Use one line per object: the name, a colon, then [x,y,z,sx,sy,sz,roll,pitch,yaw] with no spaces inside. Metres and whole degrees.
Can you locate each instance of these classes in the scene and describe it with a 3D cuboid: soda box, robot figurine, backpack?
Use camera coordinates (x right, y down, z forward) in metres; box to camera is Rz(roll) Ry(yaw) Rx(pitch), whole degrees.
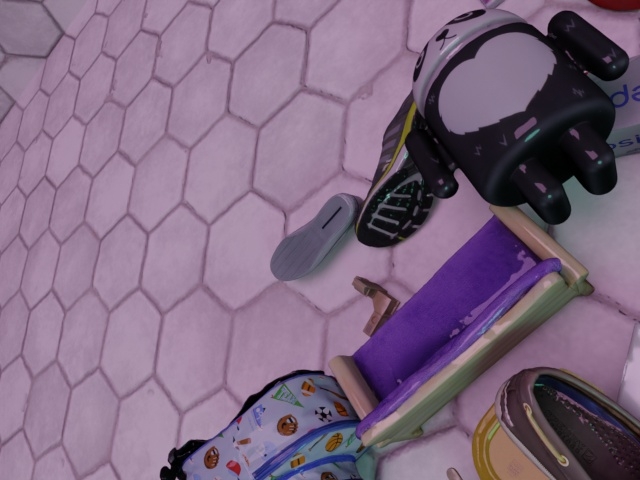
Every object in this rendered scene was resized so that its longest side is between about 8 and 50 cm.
soda box: [0.345,-0.160,0.679,0.286,0.091,0.098,-11,70,36]
robot figurine: [0.227,-0.155,0.596,0.209,0.174,0.278,-18,59,-15]
backpack: [-0.047,0.330,0.751,0.263,0.276,0.213,-51,57,8]

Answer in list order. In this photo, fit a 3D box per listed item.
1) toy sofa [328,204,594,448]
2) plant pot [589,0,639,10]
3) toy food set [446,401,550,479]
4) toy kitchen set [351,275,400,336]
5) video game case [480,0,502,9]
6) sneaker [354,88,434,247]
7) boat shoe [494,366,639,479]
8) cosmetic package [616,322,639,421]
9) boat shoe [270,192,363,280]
toy sofa: [0.173,0.118,0.682,0.362,0.177,0.150,-48,53,19]
plant pot: [0.422,-0.434,0.647,0.191,0.174,0.191,-10,73,37]
toy food set: [0.269,0.267,0.630,0.128,0.071,0.218,41,99,35]
toy kitchen set: [0.072,0.109,0.834,0.083,0.068,0.075,34,99,40]
video game case: [0.322,-0.493,0.842,0.157,0.019,0.143,-35,58,25]
sneaker: [0.142,-0.125,0.836,0.300,0.111,0.121,-63,19,16]
boat shoe: [0.326,0.254,0.494,0.116,0.097,0.324,-41,67,-14]
cosmetic package: [0.448,0.173,0.508,0.231,0.085,0.118,14,87,42]
boat shoe: [0.000,0.000,0.922,0.226,0.075,0.083,-40,74,29]
